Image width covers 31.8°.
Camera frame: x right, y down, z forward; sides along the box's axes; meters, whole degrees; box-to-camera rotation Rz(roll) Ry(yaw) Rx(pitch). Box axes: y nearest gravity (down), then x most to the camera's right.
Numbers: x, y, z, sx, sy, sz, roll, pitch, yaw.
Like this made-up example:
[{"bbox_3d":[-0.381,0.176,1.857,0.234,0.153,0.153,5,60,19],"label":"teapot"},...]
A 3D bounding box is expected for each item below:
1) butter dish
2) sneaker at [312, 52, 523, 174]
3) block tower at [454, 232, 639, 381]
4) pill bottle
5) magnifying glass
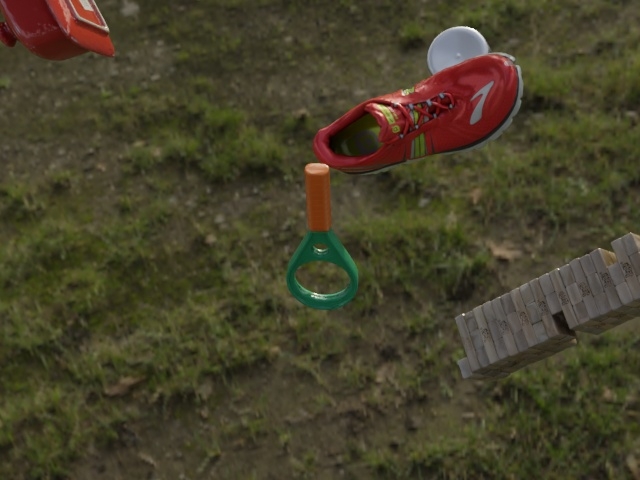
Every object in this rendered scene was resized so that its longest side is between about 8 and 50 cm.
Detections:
[{"bbox_3d":[-0.352,-0.283,1.399,0.118,0.160,0.160,-30,86,11],"label":"butter dish"},{"bbox_3d":[0.114,-0.143,1.358,0.279,0.107,0.118,-24,-9,29],"label":"sneaker"},{"bbox_3d":[0.344,0.097,1.589,0.335,0.091,0.097,-32,61,32],"label":"block tower"},{"bbox_3d":[0.315,-0.347,2.373,0.130,0.246,0.130,-5,75,18],"label":"pill bottle"},{"bbox_3d":[0.000,0.000,1.383,0.092,0.231,0.026,3,45,6],"label":"magnifying glass"}]
